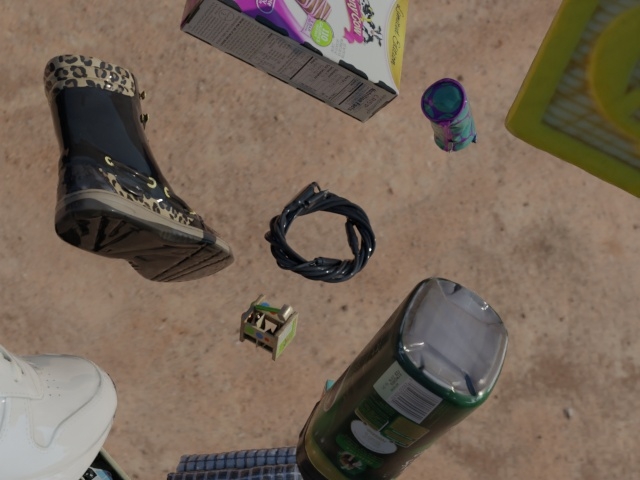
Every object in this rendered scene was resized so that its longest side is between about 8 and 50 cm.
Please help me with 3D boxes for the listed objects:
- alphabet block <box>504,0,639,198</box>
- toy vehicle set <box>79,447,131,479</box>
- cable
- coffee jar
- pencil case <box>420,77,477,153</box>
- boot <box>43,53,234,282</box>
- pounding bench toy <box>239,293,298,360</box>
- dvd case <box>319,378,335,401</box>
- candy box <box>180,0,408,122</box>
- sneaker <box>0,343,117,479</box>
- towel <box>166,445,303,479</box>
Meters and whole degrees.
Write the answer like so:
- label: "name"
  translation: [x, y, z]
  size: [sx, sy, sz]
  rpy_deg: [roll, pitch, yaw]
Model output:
- label: "alphabet block"
  translation: [0.291, -0.149, 0.773]
  size: [0.193, 0.192, 0.197]
  rpy_deg: [26, 23, 12]
- label: "toy vehicle set"
  translation: [-0.433, 0.350, 1.436]
  size: [0.166, 0.035, 0.267]
  rpy_deg: [-37, 65, -27]
- label: "cable"
  translation: [0.000, 0.000, 1.366]
  size: [0.150, 0.047, 0.184]
  rpy_deg: [42, 46, -1]
- label: "coffee jar"
  translation: [0.052, 0.114, 0.654]
  size: [0.079, 0.184, 0.096]
  rpy_deg: [34, 45, 0]
- label: "pencil case"
  translation: [0.182, -0.172, 1.296]
  size: [0.064, 0.151, 0.070]
  rpy_deg: [4, 80, 16]
- label: "boot"
  translation: [-0.278, -0.099, 1.411]
  size: [0.377, 0.138, 0.284]
  rpy_deg: [25, 44, -58]
- label: "pounding bench toy"
  translation: [-0.070, 0.102, 1.210]
  size: [0.065, 0.083, 0.052]
  rpy_deg: [27, 49, 16]
- label: "dvd case"
  translation: [-0.001, 0.236, 1.111]
  size: [0.013, 0.119, 0.087]
  rpy_deg: [10, 46, -6]
- label: "candy box"
  translation: [-0.020, -0.249, 0.990]
  size: [0.233, 0.071, 0.159]
  rpy_deg: [23, 57, -26]
- label: "sneaker"
  translation: [-0.220, 0.076, 0.499]
  size: [0.305, 0.114, 0.152]
  rpy_deg: [4, 105, -57]
- label: "towel"
  translation: [-0.098, 0.469, 1.437]
  size: [0.121, 0.234, 0.284]
  rpy_deg: [-61, 140, -70]
